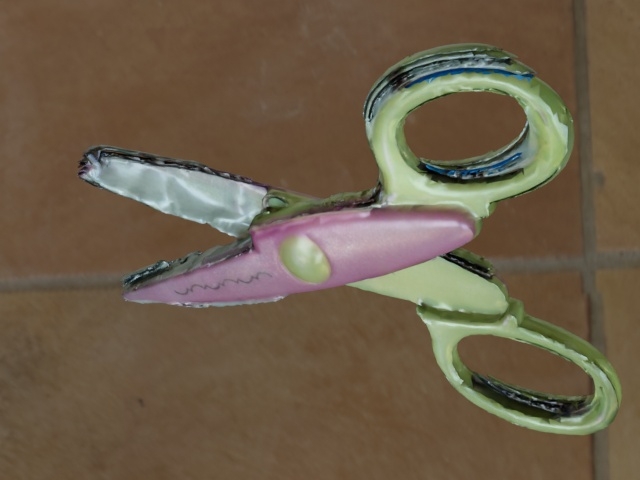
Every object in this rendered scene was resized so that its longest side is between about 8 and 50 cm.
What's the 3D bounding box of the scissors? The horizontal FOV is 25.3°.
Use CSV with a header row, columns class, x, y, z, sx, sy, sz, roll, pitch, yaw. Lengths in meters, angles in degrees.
class,x,y,z,sx,sy,sz,roll,pitch,yaw
scissors,0.000,0.000,0.449,0.187,0.134,0.020,4,35,34
